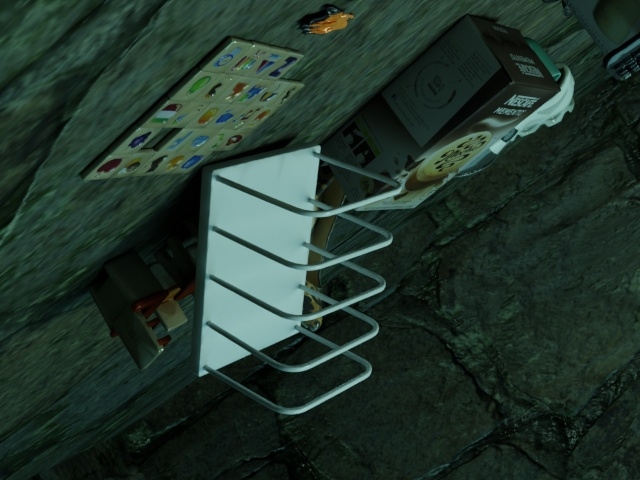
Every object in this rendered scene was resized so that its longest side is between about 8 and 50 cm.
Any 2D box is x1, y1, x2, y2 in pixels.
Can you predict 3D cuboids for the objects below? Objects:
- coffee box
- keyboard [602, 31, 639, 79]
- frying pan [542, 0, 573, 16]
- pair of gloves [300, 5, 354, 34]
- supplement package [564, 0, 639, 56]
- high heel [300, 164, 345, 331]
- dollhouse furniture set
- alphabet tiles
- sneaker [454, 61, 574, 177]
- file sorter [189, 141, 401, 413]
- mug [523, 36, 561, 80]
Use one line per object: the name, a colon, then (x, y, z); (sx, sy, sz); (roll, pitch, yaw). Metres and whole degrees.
coffee box: (0.168, -0.172, 1.303); (0.297, 0.118, 0.168); (-40, 160, 32)
keyboard: (0.322, -0.194, 0.763); (0.180, 0.023, 0.108); (-34, 173, 23)
frying pan: (0.384, -0.375, 1.326); (0.326, 0.053, 0.197); (-30, 171, -23)
pair of gloves: (0.020, -0.221, 0.848); (0.074, 0.010, 0.083); (-24, 164, -50)
supplement package: (0.306, -0.313, 0.793); (0.198, 0.199, 0.263); (-35, 173, 4)
high heel: (0.000, 0.000, 1.359); (0.186, 0.261, 0.093); (-38, 135, 11)
dollhouse furniture set: (-0.174, 0.058, 1.266); (0.259, 0.135, 0.262); (-28, 170, -42)
alphabet tiles: (-0.104, -0.126, 0.911); (0.198, 0.009, 0.237); (-38, 172, 21)
sneaker: (0.355, -0.253, 1.812); (0.331, 0.122, 0.146); (-33, 154, -5)
file sorter: (-0.028, 0.047, 1.130); (0.193, 0.173, 0.277); (-19, 124, -46)
mug: (0.307, -0.265, 1.498); (0.129, 0.097, 0.158); (-33, 173, -17)
